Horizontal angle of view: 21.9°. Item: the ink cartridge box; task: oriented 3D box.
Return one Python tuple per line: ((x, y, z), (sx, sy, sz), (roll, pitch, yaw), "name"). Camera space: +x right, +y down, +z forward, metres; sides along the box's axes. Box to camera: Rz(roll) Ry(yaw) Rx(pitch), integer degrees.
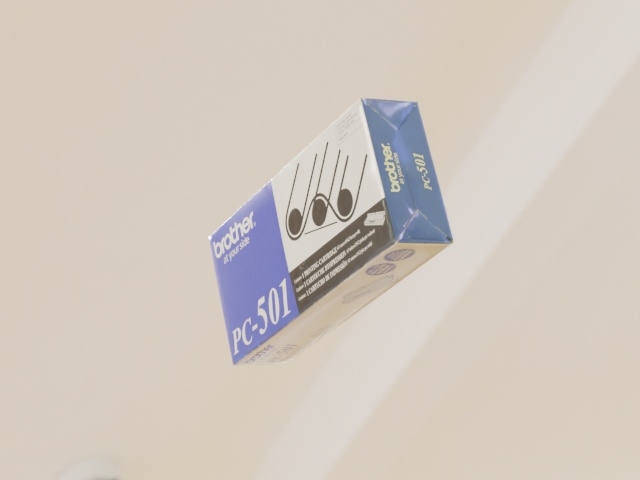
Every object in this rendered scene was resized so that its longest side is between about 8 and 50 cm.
((0.000, 0.000, 1.053), (0.046, 0.097, 0.207), (1, -25, -32), "ink cartridge box")
